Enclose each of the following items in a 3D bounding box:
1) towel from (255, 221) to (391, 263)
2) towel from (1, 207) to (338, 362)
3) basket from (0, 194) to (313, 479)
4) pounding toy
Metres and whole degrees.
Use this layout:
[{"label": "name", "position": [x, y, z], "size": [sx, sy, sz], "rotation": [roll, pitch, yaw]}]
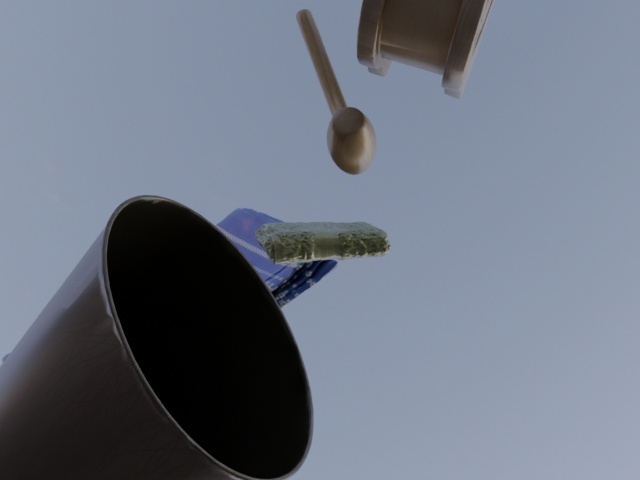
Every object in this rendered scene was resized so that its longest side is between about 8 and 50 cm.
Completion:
[{"label": "towel", "position": [0.000, 0.000, 0.718], "size": [0.110, 0.148, 0.027], "rotation": [-2, -85, -8]}, {"label": "towel", "position": [-0.166, 0.071, 0.862], "size": [0.336, 0.243, 0.040], "rotation": [-33, -63, -19]}, {"label": "basket", "position": [-0.144, 0.116, 0.544], "size": [0.227, 0.204, 0.154], "rotation": [-39, -30, 25]}, {"label": "pounding toy", "position": [0.054, -0.193, 0.593], "size": [0.155, 0.154, 0.269], "rotation": [18, -103, 8]}]
